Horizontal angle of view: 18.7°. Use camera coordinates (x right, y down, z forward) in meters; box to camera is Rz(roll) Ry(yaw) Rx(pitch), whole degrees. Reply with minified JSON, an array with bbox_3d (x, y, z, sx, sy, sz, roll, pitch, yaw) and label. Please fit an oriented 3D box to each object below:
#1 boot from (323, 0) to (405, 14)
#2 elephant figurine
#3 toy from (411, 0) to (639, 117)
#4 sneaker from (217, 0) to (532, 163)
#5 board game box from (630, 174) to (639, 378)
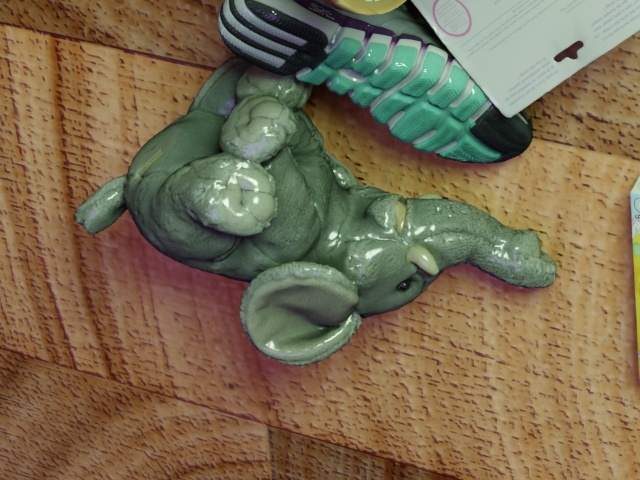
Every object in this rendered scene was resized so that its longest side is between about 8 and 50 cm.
[{"bbox_3d":[-0.040,-0.236,1.065,0.220,0.109,0.283,-15,77,44],"label":"boot"},{"bbox_3d":[0.000,0.000,1.301,0.239,0.169,0.186,42,167,-28],"label":"elephant figurine"},{"bbox_3d":[0.088,-0.202,1.135,0.237,0.056,0.137,49,138,-6],"label":"toy"},{"bbox_3d":[0.046,-0.130,1.214,0.223,0.098,0.083,26,148,-25],"label":"sneaker"},{"bbox_3d":[0.254,0.032,1.249,0.103,0.026,0.154,9,130,25],"label":"board game box"}]
